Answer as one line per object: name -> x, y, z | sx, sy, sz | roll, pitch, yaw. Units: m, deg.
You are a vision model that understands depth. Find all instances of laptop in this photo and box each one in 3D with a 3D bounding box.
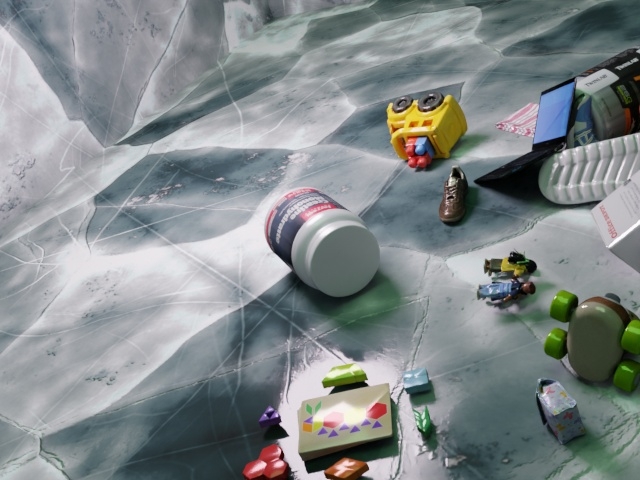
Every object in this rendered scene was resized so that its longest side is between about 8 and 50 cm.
laptop -> 0.487, -0.257, 1.927 | 0.264, 0.136, 0.234 | -27, 3, -3

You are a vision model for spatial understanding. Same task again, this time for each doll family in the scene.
doll family -> 0.379, 0.075, 1.593 | 0.111, 0.076, 0.193 | -1, 38, 23

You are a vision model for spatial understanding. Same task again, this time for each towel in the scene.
towel -> 0.596, -0.336, 2.210 | 0.144, 0.029, 0.197 | -31, 30, -20

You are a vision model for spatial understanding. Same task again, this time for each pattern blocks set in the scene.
pattern blocks set -> 0.040, 0.320, 1.421 | 0.325, 0.026, 0.285 | -10, 30, 18

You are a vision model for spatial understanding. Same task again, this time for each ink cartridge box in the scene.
ink cartridge box -> 0.648, -0.066, 1.542 | 0.219, 0.093, 0.160 | -45, 18, 26

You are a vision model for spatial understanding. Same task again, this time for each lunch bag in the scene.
lunch bag -> 0.371, 0.265, 1.261 | 0.053, 0.071, 0.083 | -25, 31, 0

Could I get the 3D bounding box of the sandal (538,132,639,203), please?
sandal -> 0.686, -0.150, 1.744 | 0.416, 0.169, 0.102 | 5, -3, 39

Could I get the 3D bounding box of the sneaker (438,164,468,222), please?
sneaker -> 0.318, -0.114, 1.955 | 0.066, 0.071, 0.188 | -8, 30, 21

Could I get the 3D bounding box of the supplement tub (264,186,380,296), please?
supplement tub -> 0.000, 0.000, 1.832 | 0.191, 0.191, 0.272 | -28, 29, -14

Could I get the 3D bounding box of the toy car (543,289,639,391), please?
toy car -> 0.495, 0.138, 1.349 | 0.155, 0.148, 0.188 | 25, 38, 37

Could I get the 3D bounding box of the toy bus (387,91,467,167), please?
toy bus -> 0.271, -0.290, 2.244 | 0.220, 0.149, 0.211 | 2, 51, 39

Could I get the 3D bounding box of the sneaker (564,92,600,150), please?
sneaker -> 0.613, -0.236, 1.864 | 0.081, 0.211, 0.080 | 9, 16, 25

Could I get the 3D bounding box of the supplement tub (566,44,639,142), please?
supplement tub -> 0.748, -0.360, 1.984 | 0.316, 0.193, 0.193 | -29, 30, -15
